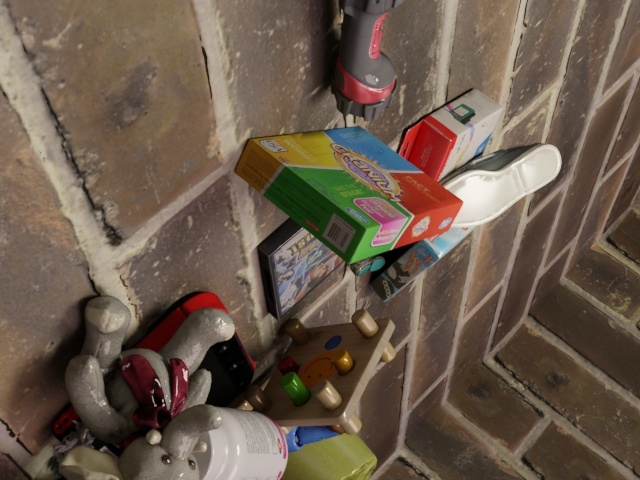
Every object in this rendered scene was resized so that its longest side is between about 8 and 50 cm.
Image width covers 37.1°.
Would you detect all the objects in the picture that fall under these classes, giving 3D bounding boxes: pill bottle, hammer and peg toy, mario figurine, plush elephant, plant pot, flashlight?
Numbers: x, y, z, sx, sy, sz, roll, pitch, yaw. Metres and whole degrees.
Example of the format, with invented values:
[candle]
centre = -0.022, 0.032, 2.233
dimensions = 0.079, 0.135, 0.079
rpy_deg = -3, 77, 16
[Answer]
[pill bottle]
centre = -0.183, 0.376, 1.690
dimensions = 0.160, 0.160, 0.283
rpy_deg = -52, 155, 3
[hammer and peg toy]
centre = -0.037, 0.262, 1.907
dimensions = 0.127, 0.361, 0.266
rpy_deg = 54, 47, -26
[mario figurine]
centre = -0.107, 0.414, 2.049
dimensions = 0.320, 0.170, 0.198
rpy_deg = -30, -178, 6
[plush elephant]
centre = -0.245, 0.273, 1.395
dimensions = 0.271, 0.255, 0.330
rpy_deg = 22, 104, -50
[plant pot]
centre = -0.017, 0.496, 2.236
dimensions = 0.276, 0.254, 0.276
rpy_deg = -41, 156, -23
[flashlight]
centre = 0.076, -0.296, 1.369
dimensions = 0.304, 0.103, 0.103
rpy_deg = 101, 8, -61

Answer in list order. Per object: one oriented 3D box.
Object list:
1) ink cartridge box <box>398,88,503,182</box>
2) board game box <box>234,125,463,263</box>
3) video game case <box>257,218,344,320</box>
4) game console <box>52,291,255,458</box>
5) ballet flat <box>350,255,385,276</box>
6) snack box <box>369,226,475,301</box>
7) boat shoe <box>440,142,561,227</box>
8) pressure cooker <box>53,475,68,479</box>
[ink cartridge box]
centre = 0.253, -0.198, 1.912
dimensions = 0.231, 0.078, 0.134
rpy_deg = -33, 153, -36
[board game box]
centre = 0.054, -0.083, 1.509
dimensions = 0.316, 0.242, 0.064
rpy_deg = -17, 139, -55
[video game case]
centre = 0.000, 0.000, 1.799
dimensions = 0.275, 0.035, 0.248
rpy_deg = -42, 156, -21
[game console]
centre = -0.277, 0.271, 1.686
dimensions = 0.342, 0.060, 0.387
rpy_deg = -39, 155, -13
[ballet flat]
centre = 0.099, 0.047, 2.048
dimensions = 0.114, 0.041, 0.041
rpy_deg = -16, 140, -55
[snack box]
centre = 0.240, 0.019, 2.106
dimensions = 0.187, 0.060, 0.322
rpy_deg = -39, 176, -27
[boat shoe]
centre = 0.346, -0.118, 1.978
dimensions = 0.319, 0.099, 0.116
rpy_deg = -25, 112, -16
[pressure cooker]
centre = -0.289, 0.606, 1.594
dimensions = 0.375, 0.370, 0.420
rpy_deg = -17, 147, 38
